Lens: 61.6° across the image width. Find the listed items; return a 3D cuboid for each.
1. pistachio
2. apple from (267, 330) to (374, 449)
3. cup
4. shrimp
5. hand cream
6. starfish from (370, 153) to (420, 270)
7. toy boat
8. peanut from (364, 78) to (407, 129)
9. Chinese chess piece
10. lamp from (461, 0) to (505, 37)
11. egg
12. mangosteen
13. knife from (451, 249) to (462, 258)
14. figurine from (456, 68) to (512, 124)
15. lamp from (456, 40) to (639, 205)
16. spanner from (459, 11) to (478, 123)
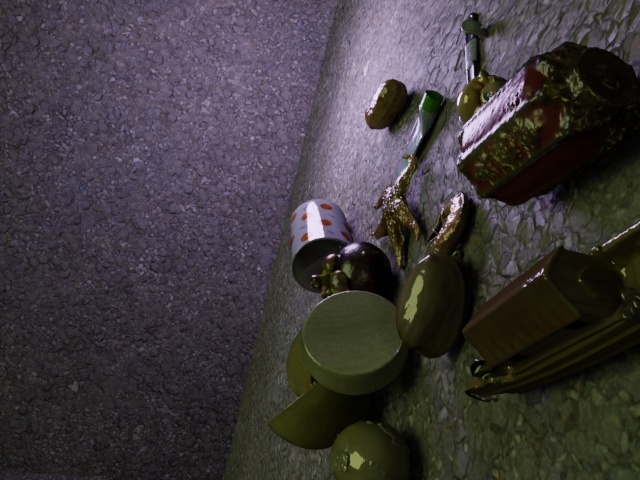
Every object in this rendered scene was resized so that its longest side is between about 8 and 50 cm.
[{"bbox_3d":[0.219,0.123,1.033,0.130,0.132,0.205,3,-73,-62],"label":"pistachio"},{"bbox_3d":[0.018,0.383,1.374,0.257,0.234,0.295,-48,18,33],"label":"apple"},{"bbox_3d":[0.000,0.000,1.807,0.317,0.213,0.212,-100,25,-58],"label":"cup"},{"bbox_3d":[0.253,0.007,1.152,0.143,0.052,0.250,-82,18,-63],"label":"shrimp"},{"bbox_3d":[0.249,-0.264,1.413,0.079,0.050,0.275,-53,-13,-45],"label":"hand cream"},{"bbox_3d":[0.190,-0.061,1.399,0.302,0.061,0.299,-98,24,-48],"label":"starfish"},{"bbox_3d":[0.299,0.077,0.657,0.445,0.162,0.135,123,158,-55],"label":"toy boat"},{"bbox_3d":[0.197,-0.408,1.624,0.226,0.095,0.108,125,169,-66],"label":"peanut"},{"bbox_3d":[0.078,0.232,1.232,0.250,0.251,0.101,-92,-6,-46],"label":"Chinese chess piece"},{"bbox_3d":[0.370,-0.503,1.107,0.198,0.056,0.050,129,153,-55],"label":"lamp"},{"bbox_3d":[0.105,0.461,1.118,0.201,0.165,0.164,153,128,-67],"label":"egg"},{"bbox_3d":[0.077,0.095,1.414,0.192,0.217,0.192,-176,90,-74],"label":"mangosteen"},{"bbox_3d":[0.253,0.102,1.111,0.026,0.022,0.184,-36,-34,-64],"label":"knife"},{"bbox_3d":[0.331,-0.245,0.952,0.108,0.114,0.196,-55,24,-7],"label":"figurine"},{"bbox_3d":[0.316,-0.160,0.779,0.274,0.177,0.176,133,146,-66],"label":"lamp"},{"bbox_3d":[0.340,-0.391,1.190,0.087,0.024,0.315,131,150,-60],"label":"spanner"}]
